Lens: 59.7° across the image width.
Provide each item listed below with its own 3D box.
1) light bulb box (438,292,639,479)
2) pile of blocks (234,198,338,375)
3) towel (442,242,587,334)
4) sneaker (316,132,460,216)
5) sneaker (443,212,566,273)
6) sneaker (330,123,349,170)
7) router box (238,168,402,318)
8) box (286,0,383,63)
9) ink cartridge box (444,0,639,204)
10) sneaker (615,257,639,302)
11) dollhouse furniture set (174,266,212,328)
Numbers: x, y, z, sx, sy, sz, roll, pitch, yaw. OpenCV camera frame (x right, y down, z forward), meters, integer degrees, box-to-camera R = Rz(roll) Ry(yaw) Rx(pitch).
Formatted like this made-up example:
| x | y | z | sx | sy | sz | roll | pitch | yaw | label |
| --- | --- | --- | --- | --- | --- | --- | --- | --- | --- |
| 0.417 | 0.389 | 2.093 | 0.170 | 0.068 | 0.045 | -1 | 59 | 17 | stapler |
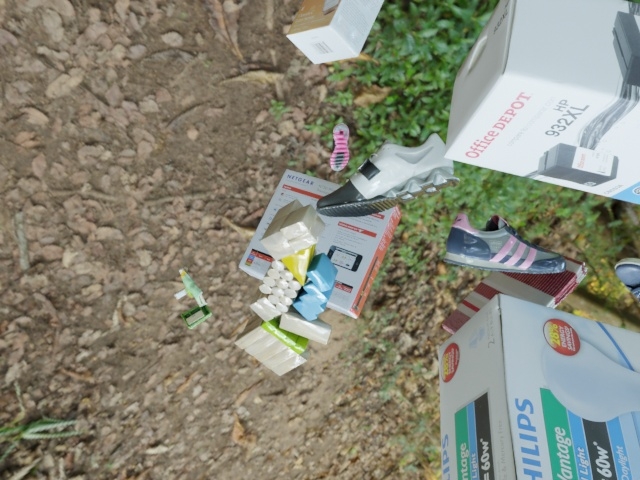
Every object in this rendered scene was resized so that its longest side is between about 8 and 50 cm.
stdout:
| x | y | z | sx | sy | sz | roll | pitch | yaw | label |
| --- | --- | --- | --- | --- | --- | --- | --- | --- | --- |
| 0.406 | 0.325 | 0.916 | 0.225 | 0.361 | 0.358 | 116 | -14 | -50 | light bulb box |
| -0.033 | 0.074 | 0.913 | 0.113 | 0.148 | 0.362 | -65 | 176 | -47 | pile of blocks |
| 0.491 | 0.150 | 1.434 | 0.329 | 0.237 | 0.037 | -45 | 117 | -5 | towel |
| 0.139 | -0.149 | 1.285 | 0.330 | 0.146 | 0.122 | -17 | 166 | 14 | sneaker |
| 0.449 | 0.008 | 1.318 | 0.318 | 0.112 | 0.131 | 6 | 93 | -18 | sneaker |
| 0.047 | -0.235 | 1.400 | 0.047 | 0.057 | 0.119 | 4 | 108 | -9 | sneaker |
| 0.000 | 0.000 | 1.448 | 0.301 | 0.335 | 0.082 | -64 | 155 | -12 | router box |
| 0.035 | -0.448 | 1.091 | 0.091 | 0.130 | 0.171 | 33 | 74 | -39 | box |
| 0.332 | -0.162 | 0.674 | 0.223 | 0.307 | 0.129 | 106 | -3 | -75 | ink cartridge box |
| 0.934 | 0.201 | 1.515 | 0.148 | 0.350 | 0.131 | -43 | 169 | -19 | sneaker |
| -0.273 | 0.125 | 1.159 | 0.058 | 0.076 | 0.152 | -31 | 154 | -16 | dollhouse furniture set |
